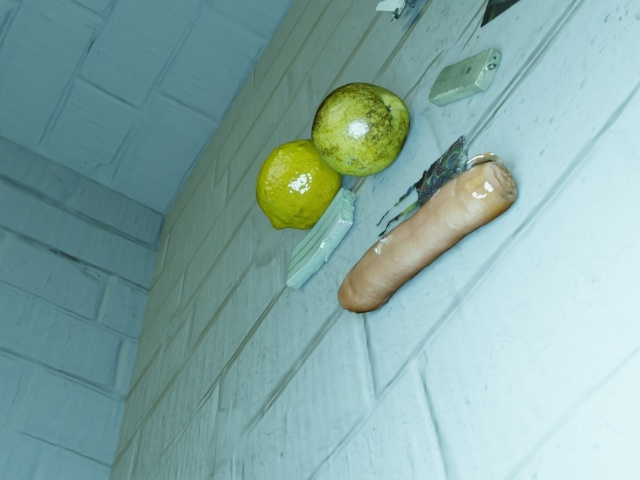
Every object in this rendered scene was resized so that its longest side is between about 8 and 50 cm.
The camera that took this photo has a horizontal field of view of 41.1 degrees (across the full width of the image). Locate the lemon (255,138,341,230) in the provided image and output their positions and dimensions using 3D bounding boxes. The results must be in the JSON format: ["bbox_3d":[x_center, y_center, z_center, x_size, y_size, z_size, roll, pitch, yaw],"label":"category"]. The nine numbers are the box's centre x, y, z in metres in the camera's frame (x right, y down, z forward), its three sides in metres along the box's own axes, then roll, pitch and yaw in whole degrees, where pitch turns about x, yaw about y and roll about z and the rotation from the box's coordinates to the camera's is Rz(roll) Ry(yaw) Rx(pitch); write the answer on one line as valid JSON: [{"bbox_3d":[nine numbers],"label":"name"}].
[{"bbox_3d":[-0.051,-0.129,1.962,0.231,0.192,0.192,-65,18,4],"label":"lemon"}]

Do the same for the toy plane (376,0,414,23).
[{"bbox_3d":[0.227,-0.621,2.086,0.234,0.082,0.160,-54,4,-19],"label":"toy plane"}]

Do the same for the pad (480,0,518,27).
[{"bbox_3d":[0.377,-0.496,1.599,0.211,0.003,0.143,-26,41,61],"label":"pad"}]

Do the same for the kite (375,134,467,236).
[{"bbox_3d":[0.173,-0.067,1.549,0.285,0.015,0.152,-46,24,42],"label":"kite"}]

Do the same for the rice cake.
[{"bbox_3d":[0.000,0.000,1.883,0.237,0.043,0.127,-50,21,36],"label":"rice cake"}]

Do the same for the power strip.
[{"bbox_3d":[0.269,-0.302,1.586,0.080,0.029,0.227,-64,17,-9],"label":"power strip"}]

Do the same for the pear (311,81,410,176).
[{"bbox_3d":[0.088,-0.227,1.735,0.197,0.197,0.197,-52,21,30],"label":"pear"}]

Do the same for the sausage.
[{"bbox_3d":[0.156,0.005,1.373,0.419,0.094,0.094,-44,4,47],"label":"sausage"}]
